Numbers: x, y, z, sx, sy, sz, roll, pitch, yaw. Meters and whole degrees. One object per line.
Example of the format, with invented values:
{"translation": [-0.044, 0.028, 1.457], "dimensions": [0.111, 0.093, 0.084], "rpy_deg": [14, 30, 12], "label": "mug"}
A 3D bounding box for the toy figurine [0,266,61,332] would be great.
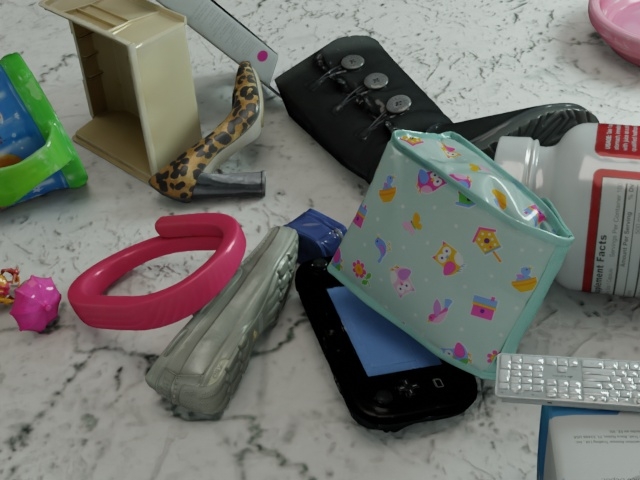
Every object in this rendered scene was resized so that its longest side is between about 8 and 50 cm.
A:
{"translation": [-0.444, 0.077, 1.501], "dimensions": [0.159, 0.130, 0.173], "rpy_deg": [9, 15, -3], "label": "toy figurine"}

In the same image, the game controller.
{"translation": [0.079, 0.120, 1.389], "dimensions": [0.166, 0.067, 0.319], "rpy_deg": [-14, 40, -10], "label": "game controller"}

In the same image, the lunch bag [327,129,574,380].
{"translation": [0.172, 0.017, 1.323], "dimensions": [0.262, 0.223, 0.160], "rpy_deg": [40, 28, 31], "label": "lunch bag"}

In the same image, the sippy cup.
{"translation": [-0.523, -0.146, 1.688], "dimensions": [0.224, 0.305, 0.240], "rpy_deg": [-29, 88, -11], "label": "sippy cup"}

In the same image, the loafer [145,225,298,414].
{"translation": [-0.121, 0.088, 1.418], "dimensions": [0.111, 0.112, 0.319], "rpy_deg": [18, 45, 14], "label": "loafer"}

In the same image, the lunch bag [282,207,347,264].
{"translation": [0.000, 0.000, 1.545], "dimensions": [0.098, 0.067, 0.065], "rpy_deg": [29, 51, 34], "label": "lunch bag"}

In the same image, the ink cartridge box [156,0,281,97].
{"translation": [-0.191, -0.378, 1.823], "dimensions": [0.069, 0.371, 0.176], "rpy_deg": [-49, 42, 5], "label": "ink cartridge box"}

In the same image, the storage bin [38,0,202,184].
{"translation": [-0.328, -0.265, 1.758], "dimensions": [0.260, 0.262, 0.123], "rpy_deg": [28, 49, 35], "label": "storage bin"}

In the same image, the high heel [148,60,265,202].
{"translation": [-0.184, -0.184, 1.727], "dimensions": [0.186, 0.093, 0.261], "rpy_deg": [-2, 64, -3], "label": "high heel"}

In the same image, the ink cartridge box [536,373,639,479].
{"translation": [0.324, 0.293, 1.041], "dimensions": [0.198, 0.197, 0.270], "rpy_deg": [-1, 38, 6], "label": "ink cartridge box"}

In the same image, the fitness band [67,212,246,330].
{"translation": [-0.221, 0.043, 1.453], "dimensions": [0.291, 0.054, 0.209], "rpy_deg": [-3, 35, 44], "label": "fitness band"}

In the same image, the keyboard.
{"translation": [0.304, 0.143, 1.063], "dimensions": [0.256, 0.014, 0.072], "rpy_deg": [3, 37, 10], "label": "keyboard"}

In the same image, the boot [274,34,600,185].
{"translation": [0.177, -0.209, 1.736], "dimensions": [0.367, 0.146, 0.445], "rpy_deg": [-20, 37, -19], "label": "boot"}

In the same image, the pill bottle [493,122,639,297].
{"translation": [0.434, -0.037, 1.408], "dimensions": [0.408, 0.229, 0.229], "rpy_deg": [6, 41, 14], "label": "pill bottle"}

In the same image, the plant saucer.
{"translation": [0.655, -0.400, 1.938], "dimensions": [0.332, 0.084, 0.332], "rpy_deg": [-3, 39, 2], "label": "plant saucer"}
